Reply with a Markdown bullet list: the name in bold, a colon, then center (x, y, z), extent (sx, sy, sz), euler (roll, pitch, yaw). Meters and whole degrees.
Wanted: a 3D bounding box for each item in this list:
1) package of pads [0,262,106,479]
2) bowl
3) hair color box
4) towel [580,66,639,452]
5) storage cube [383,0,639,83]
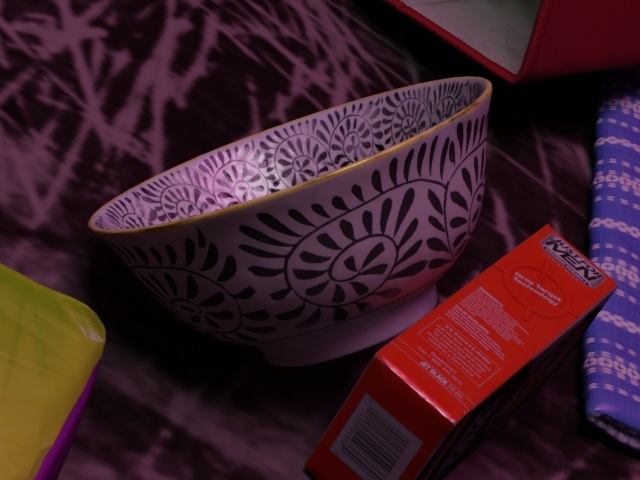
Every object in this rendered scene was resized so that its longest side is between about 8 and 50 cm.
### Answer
- **package of pads**: center (-0.232, 0.048, 0.531), extent (0.296, 0.101, 0.229), euler (27, 38, -4)
- **bowl**: center (0.000, 0.000, 0.726), extent (0.170, 0.170, 0.080), euler (-32, 106, -49)
- **hair color box**: center (0.060, 0.053, 0.736), extent (0.043, 0.072, 0.141), euler (40, 39, 13)
- **towel**: center (0.250, 0.019, 0.926), extent (0.243, 0.040, 0.336), euler (23, 38, -7)
- **storage cube**: center (0.132, -0.211, 0.967), extent (0.193, 0.215, 0.183), euler (-12, 37, -40)
